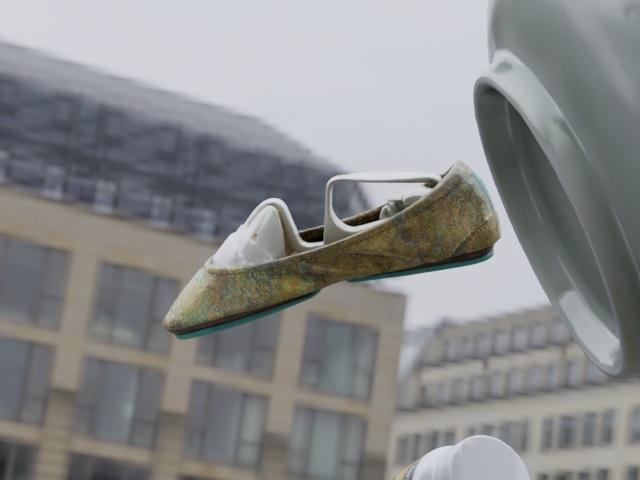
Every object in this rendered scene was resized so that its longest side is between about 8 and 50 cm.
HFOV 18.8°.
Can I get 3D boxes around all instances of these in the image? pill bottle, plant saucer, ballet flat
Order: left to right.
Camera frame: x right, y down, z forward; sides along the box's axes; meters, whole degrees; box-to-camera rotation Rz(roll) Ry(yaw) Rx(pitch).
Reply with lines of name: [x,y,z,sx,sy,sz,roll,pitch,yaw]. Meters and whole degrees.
ballet flat: [0.000,0.000,1.894,0.348,0.123,0.123,-15,-19,10]
pill bottle: [0.125,0.287,2.037,0.119,0.119,0.208,14,-33,-24]
plant saucer: [0.184,-0.028,1.208,0.100,0.400,0.400,-24,-13,-6]
